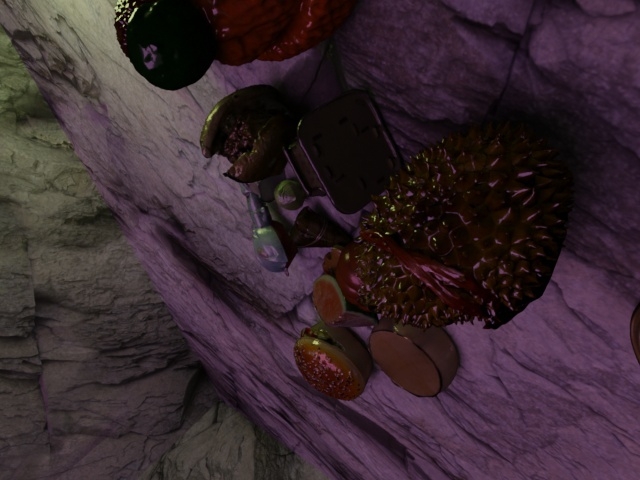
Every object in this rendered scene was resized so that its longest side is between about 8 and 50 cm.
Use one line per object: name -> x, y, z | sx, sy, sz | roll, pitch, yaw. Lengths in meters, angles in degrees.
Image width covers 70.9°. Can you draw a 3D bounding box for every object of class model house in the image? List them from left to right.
model house -> -0.168, -0.168, 1.286 | 0.100, 0.101, 0.087 | 25, 141, 35
model house -> 0.000, -0.180, 1.010 | 0.279, 0.205, 0.218 | 0, 122, 59

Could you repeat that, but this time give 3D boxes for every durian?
durian -> 0.229, -0.010, 0.750 | 0.384, 0.347, 0.347 | -35, 95, 19

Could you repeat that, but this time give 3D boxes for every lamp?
lamp -> 0.146, 0.076, 1.071 | 0.223, 0.196, 0.223 | 4, 136, 4

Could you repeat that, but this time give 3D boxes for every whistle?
whistle -> -0.165, -0.043, 1.399 | 0.142, 0.134, 0.346 | -89, -21, -79

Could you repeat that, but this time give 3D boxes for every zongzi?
zongzi -> 0.000, 0.000, 1.293 | 0.184, 0.084, 0.187 | 29, 157, -3

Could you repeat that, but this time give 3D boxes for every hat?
hat -> -0.142, -0.421, 0.739 | 0.285, 0.400, 0.285 | 30, 139, 31

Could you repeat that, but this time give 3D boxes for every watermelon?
watermelon -> 0.079, 0.159, 1.234 | 0.231, 0.146, 0.128 | -127, 49, -58

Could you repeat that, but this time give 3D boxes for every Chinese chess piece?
Chinese chess piece -> 0.256, 0.315, 1.258 | 0.257, 0.104, 0.257 | 30, 142, 27

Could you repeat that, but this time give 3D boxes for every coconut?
coconut -> -0.084, -0.125, 1.245 | 0.096, 0.088, 0.087 | 34, 149, 58

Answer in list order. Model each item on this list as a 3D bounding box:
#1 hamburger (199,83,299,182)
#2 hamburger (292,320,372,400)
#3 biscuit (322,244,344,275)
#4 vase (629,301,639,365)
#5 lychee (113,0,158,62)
hamburger -> -0.149, -0.259, 1.049 | 0.168, 0.288, 0.192 | 33, 113, 8
hamburger -> 0.035, 0.424, 1.564 | 0.300, 0.176, 0.300 | 29, 140, 27
biscuit -> 0.079, 0.098, 1.277 | 0.212, 0.041, 0.239 | 40, 155, -16
vase -> 0.607, 0.189, 0.648 | 0.329, 0.241, 0.302 | -135, 35, -60
lychee -> -0.378, -0.514, 1.092 | 0.271, 0.236, 0.236 | -128, 22, -48
